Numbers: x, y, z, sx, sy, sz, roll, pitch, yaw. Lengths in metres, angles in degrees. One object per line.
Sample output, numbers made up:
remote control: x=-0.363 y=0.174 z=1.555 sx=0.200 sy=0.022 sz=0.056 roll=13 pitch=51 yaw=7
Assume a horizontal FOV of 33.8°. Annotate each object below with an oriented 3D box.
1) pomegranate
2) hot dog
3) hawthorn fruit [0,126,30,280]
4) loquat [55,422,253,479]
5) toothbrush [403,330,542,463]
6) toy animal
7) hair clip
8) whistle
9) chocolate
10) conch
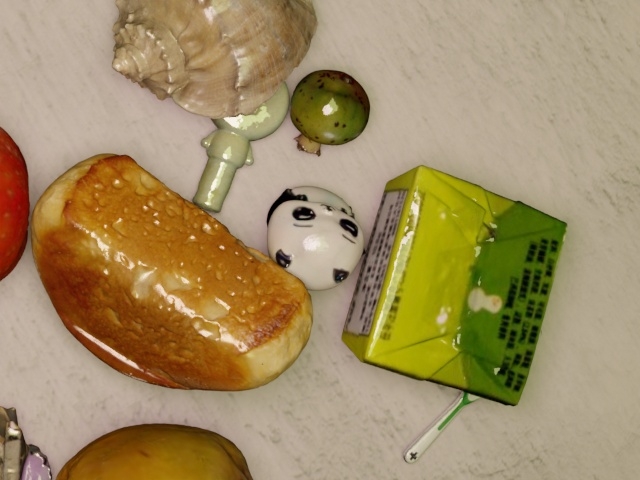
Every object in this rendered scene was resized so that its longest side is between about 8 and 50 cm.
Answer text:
pomegranate: x=0.010 y=-0.197 z=1.583 sx=0.130 sy=0.130 sz=0.130 roll=0 pitch=90 yaw=-14
hot dog: x=-0.220 y=0.074 z=1.470 sx=0.405 sy=0.223 sz=0.185 roll=36 pitch=44 yaw=-1
hawthorn fruit: x=-0.517 y=-0.049 z=1.372 sx=0.285 sy=0.284 sz=0.284 roll=0 pitch=90 yaw=-14
loquat: x=-0.227 y=0.374 z=1.442 sx=0.284 sy=0.276 sz=0.275 roll=-15 pitch=94 yaw=-3
toothbrush: x=0.243 y=0.244 z=1.682 sx=0.304 sy=0.030 sz=0.030 roll=-43 pitch=100 yaw=-10
toy animal: x=0.000 y=0.000 z=1.553 sx=0.166 sy=0.179 sz=0.138 roll=14 pitch=101 yaw=-6
hair clip: x=-0.438 y=0.381 z=1.495 sx=0.106 sy=0.084 sz=0.292 roll=3 pitch=94 yaw=-19
whistle: x=-0.126 y=-0.167 z=1.572 sx=0.126 sy=0.067 sz=0.257 roll=22 pitch=87 yaw=-11
chocolate: x=0.195 y=0.068 z=1.591 sx=0.289 sy=0.137 sz=0.300 roll=19 pitch=84 yaw=-27
conch: x=-0.143 y=-0.305 z=1.487 sx=0.324 sy=0.186 sz=0.263 roll=-39 pitch=74 yaw=-13
